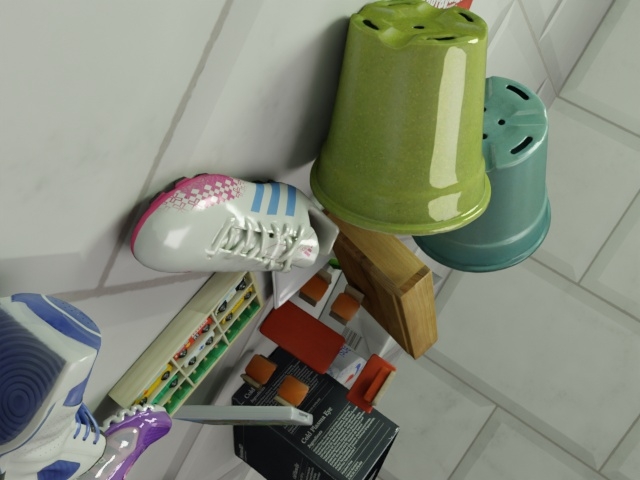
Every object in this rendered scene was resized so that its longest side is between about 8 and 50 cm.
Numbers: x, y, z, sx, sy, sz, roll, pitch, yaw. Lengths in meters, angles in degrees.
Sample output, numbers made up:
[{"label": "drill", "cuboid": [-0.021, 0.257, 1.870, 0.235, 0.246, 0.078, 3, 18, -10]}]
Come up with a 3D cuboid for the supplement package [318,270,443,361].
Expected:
[{"label": "supplement package", "cuboid": [0.156, 0.153, 1.644, 0.293, 0.178, 0.175, -22, 140, -59]}]

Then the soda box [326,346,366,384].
[{"label": "soda box", "cuboid": [0.058, 0.332, 1.820, 0.091, 0.098, 0.286, -62, 162, 17]}]

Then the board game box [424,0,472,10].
[{"label": "board game box", "cuboid": [0.187, -0.374, 1.091, 0.281, 0.027, 0.145, -37, 152, -46]}]

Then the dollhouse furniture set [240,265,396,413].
[{"label": "dollhouse furniture set", "cuboid": [0.010, 0.209, 1.238, 0.262, 0.259, 0.135, -56, 172, -13]}]

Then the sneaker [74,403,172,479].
[{"label": "sneaker", "cuboid": [-0.281, 0.297, 0.831, 0.236, 0.104, 0.095, -23, 150, -46]}]

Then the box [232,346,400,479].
[{"label": "box", "cuboid": [-0.023, 0.451, 1.468, 0.179, 0.313, 0.343, -46, 159, -32]}]

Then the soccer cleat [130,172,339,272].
[{"label": "soccer cleat", "cuboid": [-0.083, -0.012, 0.815, 0.331, 0.143, 0.116, -19, 138, -62]}]

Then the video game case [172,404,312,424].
[{"label": "video game case", "cuboid": [-0.134, 0.310, 1.156, 0.193, 0.213, 0.023, 64, 26, -69]}]

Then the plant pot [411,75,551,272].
[{"label": "plant pot", "cuboid": [0.353, -0.158, 1.446, 0.341, 0.341, 0.334, -50, 152, -20]}]

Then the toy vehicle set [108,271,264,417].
[{"label": "toy vehicle set", "cuboid": [-0.191, 0.159, 0.994, 0.267, 0.035, 0.166, -50, 161, -19]}]

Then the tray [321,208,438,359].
[{"label": "tray", "cuboid": [0.120, 0.085, 1.230, 0.076, 0.203, 0.411, -41, 155, -9]}]

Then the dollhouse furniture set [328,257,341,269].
[{"label": "dollhouse furniture set", "cuboid": [0.070, -0.008, 1.406, 0.076, 0.059, 0.151, 47, 58, -64]}]

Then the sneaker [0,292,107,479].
[{"label": "sneaker", "cuboid": [-0.292, 0.174, 0.653, 0.315, 0.127, 0.182, -56, 167, 20]}]

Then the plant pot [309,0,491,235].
[{"label": "plant pot", "cuboid": [0.122, -0.188, 0.922, 0.276, 0.276, 0.253, -40, 143, -41]}]

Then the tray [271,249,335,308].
[{"label": "tray", "cuboid": [0.000, 0.000, 1.199, 0.270, 0.030, 0.145, -42, 158, -25]}]
